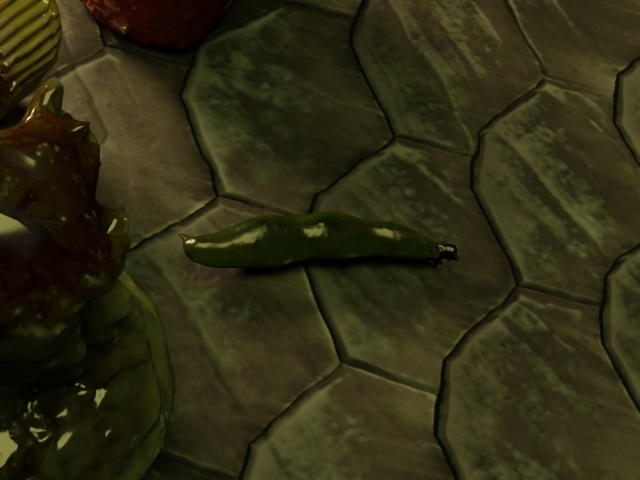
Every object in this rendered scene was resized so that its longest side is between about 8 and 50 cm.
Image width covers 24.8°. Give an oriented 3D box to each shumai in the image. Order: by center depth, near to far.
[{"bbox_3d":[-0.284,0.024,1.173,0.397,0.323,0.324,42,53,17],"label":"shumai"}]

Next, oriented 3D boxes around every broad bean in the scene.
[{"bbox_3d":[-0.001,-0.001,1.471,0.297,0.043,0.060,-1,62,-20],"label":"broad bean"}]

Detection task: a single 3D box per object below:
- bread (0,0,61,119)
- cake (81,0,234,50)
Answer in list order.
[{"bbox_3d":[-0.390,-0.221,1.438,0.250,0.179,0.133,36,40,0],"label":"bread"},{"bbox_3d":[-0.159,-0.348,1.637,0.177,0.151,0.283,29,53,2],"label":"cake"}]
